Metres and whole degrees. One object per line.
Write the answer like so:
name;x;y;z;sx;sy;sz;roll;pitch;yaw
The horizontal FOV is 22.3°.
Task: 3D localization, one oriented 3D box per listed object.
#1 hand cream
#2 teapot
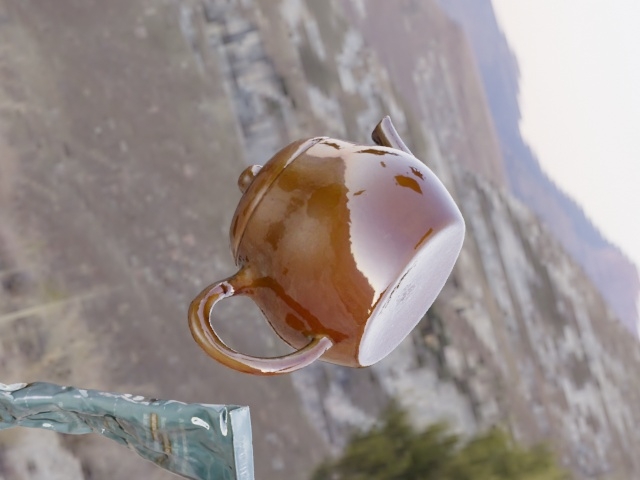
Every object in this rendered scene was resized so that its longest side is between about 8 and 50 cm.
hand cream;-0.158;0.113;0.977;0.075;0.248;0.052;70;34;-57
teapot;0.000;0.000;0.789;0.116;0.173;0.116;30;-34;23
